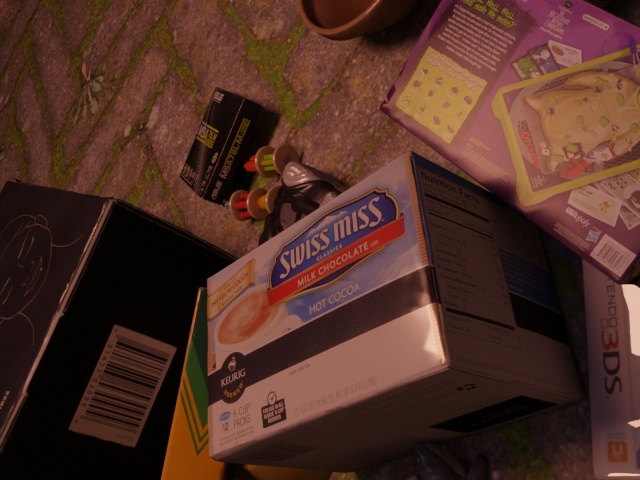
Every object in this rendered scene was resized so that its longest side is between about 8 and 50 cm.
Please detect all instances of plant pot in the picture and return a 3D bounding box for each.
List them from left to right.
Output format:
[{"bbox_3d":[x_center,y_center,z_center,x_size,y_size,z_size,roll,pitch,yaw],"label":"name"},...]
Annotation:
[{"bbox_3d":[-0.058,0.275,1.039,0.134,0.095,0.134,-20,61,42],"label":"plant pot"},{"bbox_3d":[0.083,-0.392,1.119,0.237,0.109,0.238,-21,62,44],"label":"plant pot"}]

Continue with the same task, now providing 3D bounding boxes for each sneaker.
[{"bbox_3d":[0.000,0.000,1.078,0.153,0.101,0.268,-62,35,13],"label":"sneaker"}]

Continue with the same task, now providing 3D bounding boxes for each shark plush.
[{"bbox_3d":[0.137,0.301,0.827,0.073,0.067,0.161,-22,60,42],"label":"shark plush"}]

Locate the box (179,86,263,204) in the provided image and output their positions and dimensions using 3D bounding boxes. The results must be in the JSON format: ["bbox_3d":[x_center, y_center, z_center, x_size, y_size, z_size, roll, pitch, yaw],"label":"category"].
[{"bbox_3d":[-0.179,-0.171,1.358,0.184,0.045,0.190,-68,27,8],"label":"box"}]

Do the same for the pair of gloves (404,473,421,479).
[{"bbox_3d":[0.057,0.397,0.841,0.204,0.042,0.240,-24,69,14],"label":"pair of gloves"}]

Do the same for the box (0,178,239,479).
[{"bbox_3d":[-0.434,0.176,1.310,0.471,0.297,0.480,12,76,49],"label":"box"}]

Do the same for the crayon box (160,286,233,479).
[{"bbox_3d":[-0.154,0.241,1.091,0.203,0.083,0.323,103,178,-81],"label":"crayon box"}]

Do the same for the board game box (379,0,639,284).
[{"bbox_3d":[0.233,-0.138,0.786,0.347,0.056,0.208,44,116,34],"label":"board game box"}]

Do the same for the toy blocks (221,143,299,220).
[{"bbox_3d":[-0.105,-0.093,1.264,0.148,0.054,0.123,-2,76,49],"label":"toy blocks"}]

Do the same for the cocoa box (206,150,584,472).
[{"bbox_3d":[0.062,0.102,0.860,0.347,0.231,0.228,-31,54,38],"label":"cocoa box"}]

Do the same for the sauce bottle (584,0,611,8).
[{"bbox_3d":[0.300,-0.317,0.845,0.344,0.111,0.111,-48,45,28],"label":"sauce bottle"}]

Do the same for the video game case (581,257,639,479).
[{"bbox_3d":[0.384,0.057,0.662,0.329,0.036,0.300,-15,65,45],"label":"video game case"}]
